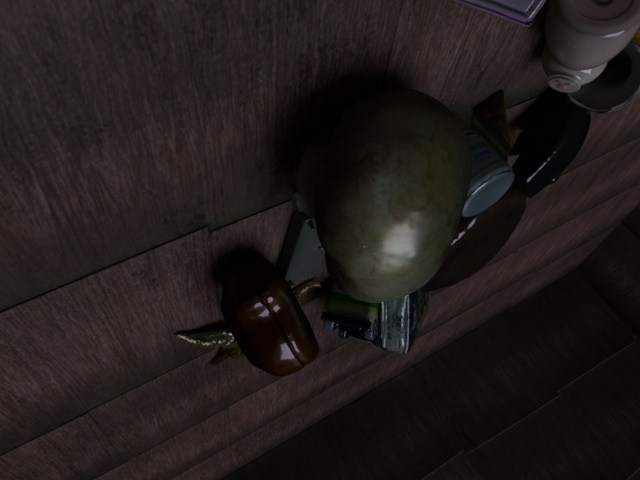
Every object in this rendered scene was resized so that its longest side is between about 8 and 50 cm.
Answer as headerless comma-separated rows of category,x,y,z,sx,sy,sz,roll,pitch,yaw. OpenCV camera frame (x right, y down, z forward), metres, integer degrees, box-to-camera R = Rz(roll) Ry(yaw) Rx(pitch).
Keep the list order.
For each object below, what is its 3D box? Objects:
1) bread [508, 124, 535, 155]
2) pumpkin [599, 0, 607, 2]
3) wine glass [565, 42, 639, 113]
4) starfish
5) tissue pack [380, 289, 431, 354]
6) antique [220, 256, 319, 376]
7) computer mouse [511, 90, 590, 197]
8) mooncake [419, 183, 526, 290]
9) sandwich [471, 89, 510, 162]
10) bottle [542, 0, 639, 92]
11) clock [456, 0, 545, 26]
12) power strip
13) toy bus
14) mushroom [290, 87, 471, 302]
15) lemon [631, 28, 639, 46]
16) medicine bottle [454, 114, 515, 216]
bread,0.456,-0.234,1.291,0.106,0.053,0.072,-13,124,-43
pumpkin,0.213,-0.374,0.477,0.332,0.332,0.199,-5,154,-46
wine glass,0.623,-0.363,1.161,0.197,0.165,0.165,-26,154,-37
starfish,-0.175,0.219,1.296,0.358,0.078,0.347,-11,149,-40
tissue pack,0.229,0.150,1.448,0.257,0.081,0.185,-43,135,-57
antique,-0.099,0.154,1.082,0.129,0.223,0.278,-28,144,-1
computer mouse,0.539,-0.221,1.270,0.170,0.100,0.269,14,106,-60
mooncake,0.303,-0.041,1.286,0.324,0.187,0.324,-29,153,-17
sandwich,0.370,-0.228,1.117,0.074,0.116,0.074,-33,155,-2
bottle,0.465,-0.359,0.985,0.148,0.147,0.236,-35,163,0
clock,0.243,-0.376,0.722,0.192,0.071,0.147,0,139,-34
power strip,0.000,0.000,1.130,0.145,0.061,0.215,-19,151,-28
toy bus,0.113,0.182,1.457,0.276,0.134,0.164,47,56,-65
mushroom,0.096,-0.070,0.880,0.352,0.260,0.352,12,90,-77
lemon,0.619,-0.437,0.954,0.204,0.204,0.260,-36,155,3
medicine bottle,0.272,-0.146,1.080,0.135,0.168,0.135,-27,153,-15
